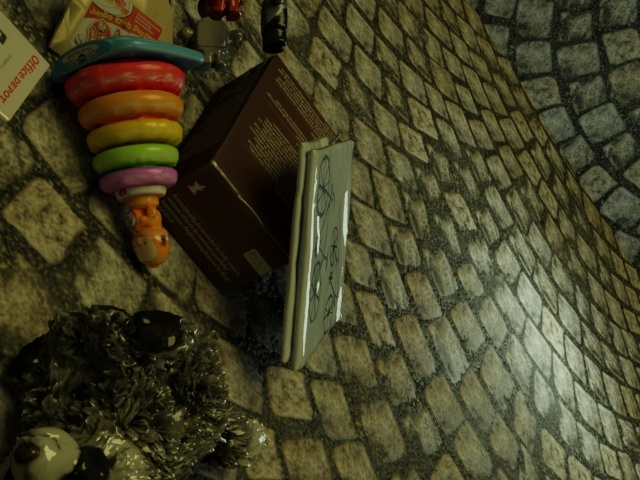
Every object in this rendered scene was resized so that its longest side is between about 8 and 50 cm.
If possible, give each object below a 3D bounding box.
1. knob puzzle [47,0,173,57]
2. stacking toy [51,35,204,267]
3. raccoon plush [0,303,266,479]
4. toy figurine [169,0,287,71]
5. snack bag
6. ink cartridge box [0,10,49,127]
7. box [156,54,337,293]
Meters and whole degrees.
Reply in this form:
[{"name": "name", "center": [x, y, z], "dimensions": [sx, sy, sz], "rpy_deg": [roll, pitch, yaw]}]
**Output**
[{"name": "knob puzzle", "center": [-0.292, -0.316, 1.595], "dimensions": [0.213, 0.030, 0.213], "rpy_deg": [-9, 104, -41]}, {"name": "stacking toy", "center": [-0.248, -0.112, 1.477], "dimensions": [0.165, 0.175, 0.302], "rpy_deg": [0, 80, -52]}, {"name": "raccoon plush", "center": [-0.173, 0.268, 1.193], "dimensions": [0.446, 0.216, 0.299], "rpy_deg": [34, 46, -43]}, {"name": "toy figurine", "center": [-0.165, -0.381, 1.757], "dimensions": [0.209, 0.213, 0.148], "rpy_deg": [19, 63, -52]}, {"name": "snack bag", "center": [0.000, 0.000, 1.661], "dimensions": [0.342, 0.037, 0.323], "rpy_deg": [-38, 133, -75]}, {"name": "ink cartridge box", "center": [-0.435, -0.230, 1.292], "dimensions": [0.203, 0.086, 0.148], "rpy_deg": [49, 30, -24]}, {"name": "box", "center": [-0.107, -0.112, 1.702], "dimensions": [0.191, 0.143, 0.381], "rpy_deg": [53, 27, -20]}]
